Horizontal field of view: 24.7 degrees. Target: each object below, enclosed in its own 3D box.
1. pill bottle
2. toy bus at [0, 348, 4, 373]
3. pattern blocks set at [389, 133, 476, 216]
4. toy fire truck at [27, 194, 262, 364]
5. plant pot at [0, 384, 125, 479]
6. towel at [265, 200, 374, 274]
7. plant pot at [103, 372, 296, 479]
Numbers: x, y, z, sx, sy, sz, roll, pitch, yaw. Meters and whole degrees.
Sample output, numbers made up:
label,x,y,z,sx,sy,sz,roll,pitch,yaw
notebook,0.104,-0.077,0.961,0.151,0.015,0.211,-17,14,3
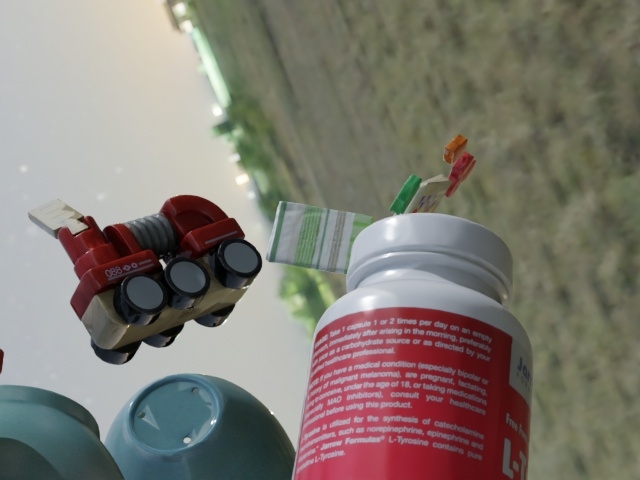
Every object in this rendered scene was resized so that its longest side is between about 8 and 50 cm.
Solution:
label,x,y,z,sx,sy,sz,roll,pitch,yaw
pill bottle,0.093,0.188,1.445,0.229,0.229,0.407,70,-156,-55
toy bus,-0.367,0.144,1.376,0.191,0.202,0.104,35,157,50
pattern blocks set,0.140,-0.037,2.232,0.026,0.285,0.325,34,-175,13
toy fire truck,-0.227,0.007,1.750,0.246,0.217,0.158,55,140,17
plant pot,-0.322,0.274,1.515,0.293,0.293,0.196,70,-164,-51
towel,0.000,0.000,2.242,0.023,0.152,0.113,95,-173,-58
plant pot,-0.181,0.295,2.022,0.195,0.290,0.290,79,171,-48
